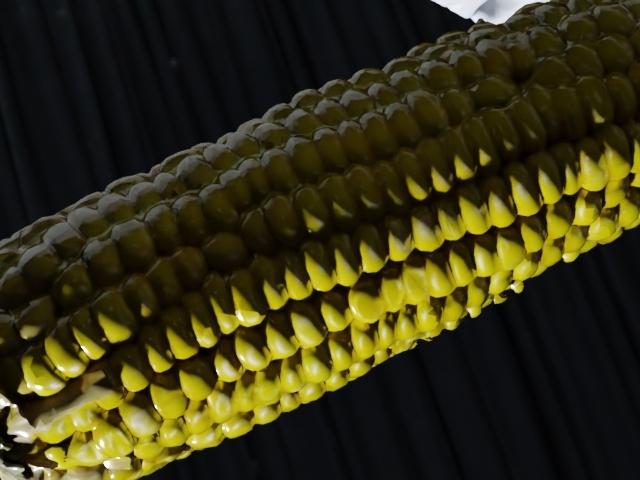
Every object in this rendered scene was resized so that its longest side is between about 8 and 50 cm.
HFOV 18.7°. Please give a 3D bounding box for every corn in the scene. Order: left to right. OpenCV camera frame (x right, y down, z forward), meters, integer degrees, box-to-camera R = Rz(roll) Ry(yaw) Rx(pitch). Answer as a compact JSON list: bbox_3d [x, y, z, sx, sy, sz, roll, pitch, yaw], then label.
[{"bbox_3d":[0.000,0.000,0.708,0.318,0.115,0.115,-26,150,-2],"label":"corn"}]

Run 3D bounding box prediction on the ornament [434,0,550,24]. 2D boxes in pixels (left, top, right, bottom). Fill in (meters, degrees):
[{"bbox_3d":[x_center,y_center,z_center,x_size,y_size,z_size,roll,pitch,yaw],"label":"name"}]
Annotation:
[{"bbox_3d":[0.117,-0.293,1.102,0.239,0.240,0.240,-29,161,22],"label":"ornament"}]
